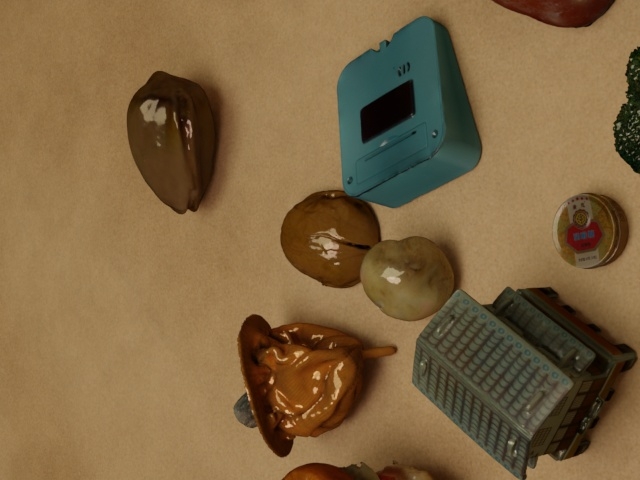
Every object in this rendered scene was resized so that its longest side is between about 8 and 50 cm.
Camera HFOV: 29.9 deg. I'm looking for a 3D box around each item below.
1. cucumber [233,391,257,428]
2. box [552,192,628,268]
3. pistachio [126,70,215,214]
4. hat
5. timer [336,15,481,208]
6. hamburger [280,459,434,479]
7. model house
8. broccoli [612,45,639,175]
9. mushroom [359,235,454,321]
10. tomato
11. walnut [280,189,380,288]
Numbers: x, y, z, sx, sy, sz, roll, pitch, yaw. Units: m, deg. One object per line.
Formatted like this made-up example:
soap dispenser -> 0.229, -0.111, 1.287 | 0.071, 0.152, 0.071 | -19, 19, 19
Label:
cucumber -> -0.105, 0.288, 2.146 | 0.112, 0.064, 0.064 | -41, 63, 36
box -> 0.371, -0.013, 1.650 | 0.105, 0.037, 0.105 | 1, 91, 46
pistachio -> -0.281, -0.183, 2.253 | 0.213, 0.163, 0.260 | -133, 40, -59
hat -> 0.015, 0.205, 1.977 | 0.233, 0.244, 0.233 | -17, 110, 16
timer -> 0.132, -0.201, 1.890 | 0.232, 0.091, 0.250 | -27, 61, 44
hamburger -> 0.064, 0.498, 1.810 | 0.330, 0.250, 0.330 | -12, 76, 59
model house -> 0.274, 0.189, 1.631 | 0.224, 0.215, 0.198 | 42, 122, 37
broccoli -> 0.492, -0.168, 1.399 | 0.297, 0.297, 0.297 | -29, 33, 43
mushroom -> 0.133, 0.058, 1.848 | 0.148, 0.112, 0.148 | 18, 133, 20
tomato -> 0.297, -0.392, 1.640 | 0.214, 0.155, 0.180 | 32, 118, 40
walnut -> -0.003, 0.000, 2.008 | 0.211, 0.087, 0.167 | 6, 99, 46
